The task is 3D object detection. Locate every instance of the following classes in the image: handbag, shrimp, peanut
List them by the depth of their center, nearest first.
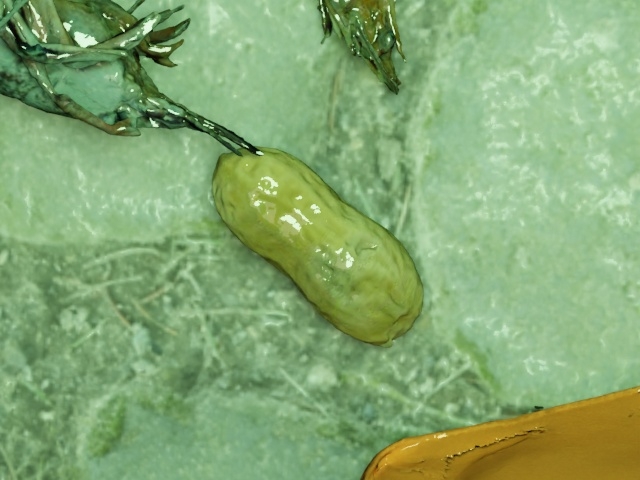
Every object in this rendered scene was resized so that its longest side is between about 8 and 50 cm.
[{"bbox_3d":[-0.210,-0.166,1.386,0.372,0.172,0.137,19,100,6],"label":"shrimp"},{"bbox_3d":[0.233,0.222,1.389,0.410,0.303,0.116,-14,109,7],"label":"handbag"},{"bbox_3d":[-0.041,-0.232,1.418,0.169,0.058,0.296,-23,97,15],"label":"shrimp"},{"bbox_3d":[0.000,0.000,1.461,0.214,0.099,0.099,44,103,-2],"label":"peanut"}]
